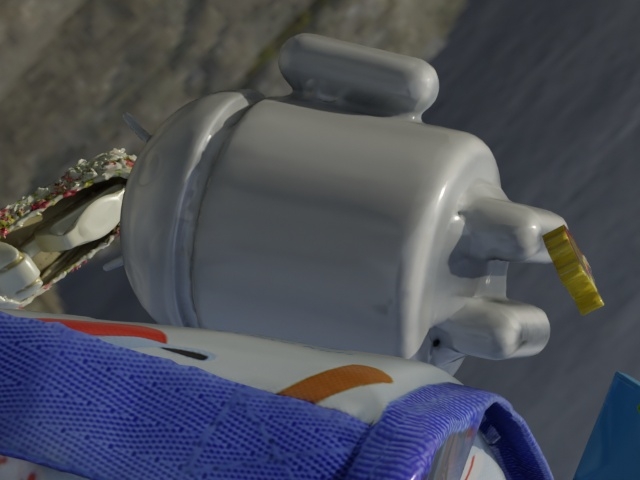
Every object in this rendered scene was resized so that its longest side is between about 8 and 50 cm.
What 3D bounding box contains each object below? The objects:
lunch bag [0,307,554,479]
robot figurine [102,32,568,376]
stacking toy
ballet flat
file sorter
[{"bbox_3d":[-0.097,0.134,0.639,0.385,0.328,0.239,75,33,-56],"label":"lunch bag"},{"bbox_3d":[0.000,0.000,1.481,0.200,0.354,0.299,15,88,-70],"label":"robot figurine"},{"bbox_3d":[0.269,0.041,1.346,0.167,0.052,0.221,-27,125,11],"label":"stacking toy"},{"bbox_3d":[-0.240,0.003,1.691,0.241,0.091,0.077,-40,-156,-15],"label":"ballet flat"},{"bbox_3d":[0.288,0.193,1.502,0.104,0.170,0.118,14,101,-33],"label":"file sorter"}]
